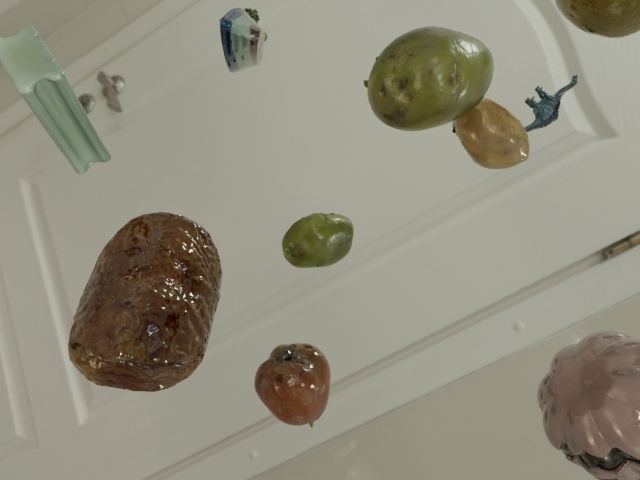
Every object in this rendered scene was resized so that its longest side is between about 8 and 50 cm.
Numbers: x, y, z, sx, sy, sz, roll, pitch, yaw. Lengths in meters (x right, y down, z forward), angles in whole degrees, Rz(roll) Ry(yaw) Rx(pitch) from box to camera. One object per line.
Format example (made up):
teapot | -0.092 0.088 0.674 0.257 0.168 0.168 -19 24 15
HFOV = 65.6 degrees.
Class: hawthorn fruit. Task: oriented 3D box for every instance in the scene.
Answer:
hawthorn fruit | -0.057 0.395 1.297 0.199 0.200 0.251 -90 162 -71

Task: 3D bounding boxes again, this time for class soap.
soap | -0.543 -0.277 1.021 0.159 0.088 0.265 53 -17 19

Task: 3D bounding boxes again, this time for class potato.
potato | 0.163 -0.246 0.759 0.228 0.197 0.148 -30 98 -42
potato | 0.304 -0.190 0.891 0.147 0.112 0.112 51 10 -2
potato | 0.000 0.000 1.551 0.148 0.253 0.186 52 -29 24

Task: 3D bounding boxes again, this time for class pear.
pear | 0.553 -0.480 0.917 0.188 0.211 0.228 108 3 -47

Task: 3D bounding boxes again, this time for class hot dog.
hot dog | -0.339 0.117 0.995 0.267 0.174 0.387 15 49 -13

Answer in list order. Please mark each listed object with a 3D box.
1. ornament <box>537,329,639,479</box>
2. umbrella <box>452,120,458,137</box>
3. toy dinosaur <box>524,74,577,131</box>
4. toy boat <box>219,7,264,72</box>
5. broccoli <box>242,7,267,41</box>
ornament | 0.360 0.202 0.590 0.177 0.178 0.177 58 10 -16
umbrella | 0.343 -0.264 1.176 0.143 0.062 0.067 -87 157 -63
toy dinosaur | 0.505 -0.301 1.128 0.080 0.197 0.045 37 12 -8
toy boat | -0.098 -0.257 0.645 0.046 0.080 0.229 16 11 -10
broccoli | -0.155 -0.440 1.069 0.092 0.095 0.096 -41 113 -44
